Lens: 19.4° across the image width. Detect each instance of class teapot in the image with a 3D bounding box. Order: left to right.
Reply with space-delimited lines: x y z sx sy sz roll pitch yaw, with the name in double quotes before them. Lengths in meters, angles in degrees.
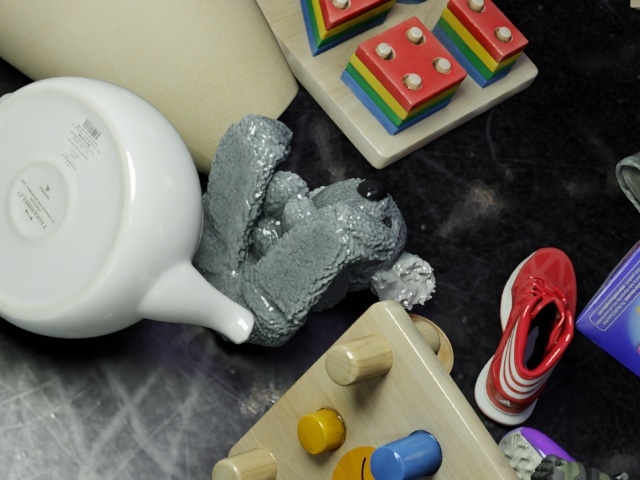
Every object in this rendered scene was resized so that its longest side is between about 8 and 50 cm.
"teapot" -0.202 -0.028 1.716 0.187 0.252 0.256 10 76 -57

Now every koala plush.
"koala plush" 0.000 0.000 1.813 0.196 0.203 0.221 45 31 25

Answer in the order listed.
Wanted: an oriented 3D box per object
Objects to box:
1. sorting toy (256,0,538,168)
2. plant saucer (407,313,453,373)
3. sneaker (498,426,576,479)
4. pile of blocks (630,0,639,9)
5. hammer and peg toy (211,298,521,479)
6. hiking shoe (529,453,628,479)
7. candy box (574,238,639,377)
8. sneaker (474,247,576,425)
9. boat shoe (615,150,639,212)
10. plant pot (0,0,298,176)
"sorting toy" 0.085 -0.242 2.042 0.257 0.089 0.255 -30 73 -35
"plant saucer" 0.091 0.112 1.852 0.083 0.015 0.083 11 54 -16
"sneaker" 0.286 0.287 1.770 0.146 0.102 0.293 -30 78 -39
"pile of blocks" 0.459 -0.393 2.277 0.362 0.112 0.149 -41 121 -40
"hammer and peg toy" 0.087 0.259 1.597 0.127 0.266 0.361 -11 60 -49
"hiking shoe" 0.254 0.288 1.624 0.114 0.086 0.227 7 52 -19
"candy box" 0.452 0.089 1.858 0.317 0.268 0.122 40 55 6
"sneaker" 0.231 0.073 1.865 0.087 0.128 0.221 24 52 -6
"boat shoe" 0.431 0.015 1.998 0.105 0.113 0.306 -19 65 -32
"plant pot" -0.161 -0.201 1.835 0.274 0.256 0.256 45 51 -9
